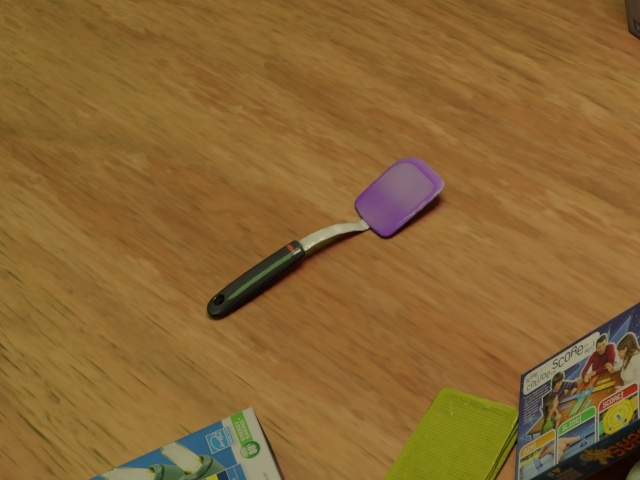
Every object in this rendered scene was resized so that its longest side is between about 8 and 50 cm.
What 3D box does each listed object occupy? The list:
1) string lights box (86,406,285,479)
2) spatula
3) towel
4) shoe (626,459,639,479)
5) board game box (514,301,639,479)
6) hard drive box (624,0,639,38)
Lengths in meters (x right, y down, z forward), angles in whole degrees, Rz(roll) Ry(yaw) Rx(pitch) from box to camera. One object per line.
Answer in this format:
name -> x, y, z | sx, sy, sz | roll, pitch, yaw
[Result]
string lights box -> -0.155, 0.278, 1.536 | 0.259, 0.077, 0.133 | -24, 46, -3
spatula -> 0.000, 0.000, 1.780 | 0.296, 0.030, 0.084 | -30, 44, -9
towel -> 0.101, 0.239, 1.521 | 0.102, 0.021, 0.237 | 17, 55, 31
shoe -> 0.365, 0.191, 1.445 | 0.178, 0.063, 0.081 | -40, 48, -11
board game box -> 0.259, 0.140, 1.466 | 0.201, 0.035, 0.136 | -38, 30, 41
hard drive box -> 0.431, -0.350, 1.816 | 0.181, 0.232, 0.089 | -33, 45, -11
